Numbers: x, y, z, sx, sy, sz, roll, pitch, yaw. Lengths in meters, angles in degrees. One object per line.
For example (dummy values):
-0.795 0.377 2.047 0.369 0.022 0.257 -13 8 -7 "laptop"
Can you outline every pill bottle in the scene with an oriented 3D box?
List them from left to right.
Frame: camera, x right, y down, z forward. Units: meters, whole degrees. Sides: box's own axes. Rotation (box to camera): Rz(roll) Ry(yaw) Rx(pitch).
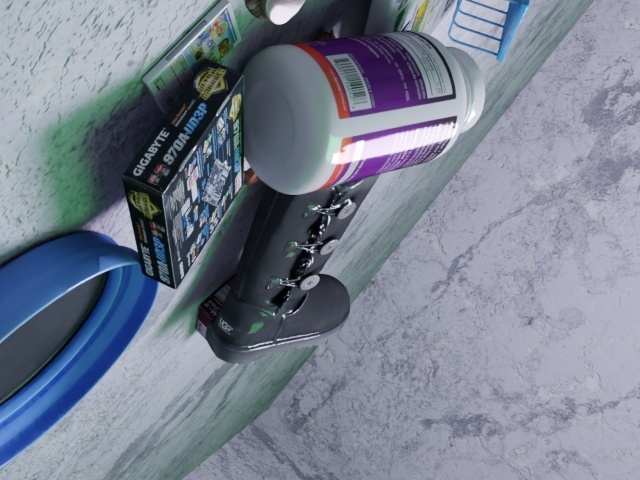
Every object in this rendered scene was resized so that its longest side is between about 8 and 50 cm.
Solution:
0.061 -0.174 1.102 0.323 0.181 0.181 -16 151 -38 "pill bottle"

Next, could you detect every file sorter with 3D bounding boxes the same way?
0.287 -0.409 1.414 0.118 0.105 0.170 108 2 -52 "file sorter"

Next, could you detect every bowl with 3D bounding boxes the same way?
-0.362 0.147 1.031 0.391 0.077 0.391 -46 169 -11 "bowl"

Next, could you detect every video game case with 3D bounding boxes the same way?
-0.135 -0.194 0.909 0.122 0.011 0.087 -47 169 -8 "video game case"
0.150 -0.368 1.280 0.300 0.036 0.329 -52 172 -21 "video game case"

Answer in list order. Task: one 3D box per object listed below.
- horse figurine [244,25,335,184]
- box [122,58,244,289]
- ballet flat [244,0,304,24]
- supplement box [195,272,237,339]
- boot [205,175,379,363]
-0.037 -0.173 1.232 0.263 0.066 0.174 -53 176 8 "horse figurine"
-0.147 -0.068 0.961 0.220 0.051 0.175 99 17 -61 "box"
0.002 -0.334 0.876 0.249 0.058 0.084 -54 147 1 "ballet flat"
-0.146 0.107 1.755 0.239 0.073 0.130 -42 167 -26 "supplement box"
-0.001 0.001 1.562 0.367 0.146 0.445 -21 141 -50 "boot"
